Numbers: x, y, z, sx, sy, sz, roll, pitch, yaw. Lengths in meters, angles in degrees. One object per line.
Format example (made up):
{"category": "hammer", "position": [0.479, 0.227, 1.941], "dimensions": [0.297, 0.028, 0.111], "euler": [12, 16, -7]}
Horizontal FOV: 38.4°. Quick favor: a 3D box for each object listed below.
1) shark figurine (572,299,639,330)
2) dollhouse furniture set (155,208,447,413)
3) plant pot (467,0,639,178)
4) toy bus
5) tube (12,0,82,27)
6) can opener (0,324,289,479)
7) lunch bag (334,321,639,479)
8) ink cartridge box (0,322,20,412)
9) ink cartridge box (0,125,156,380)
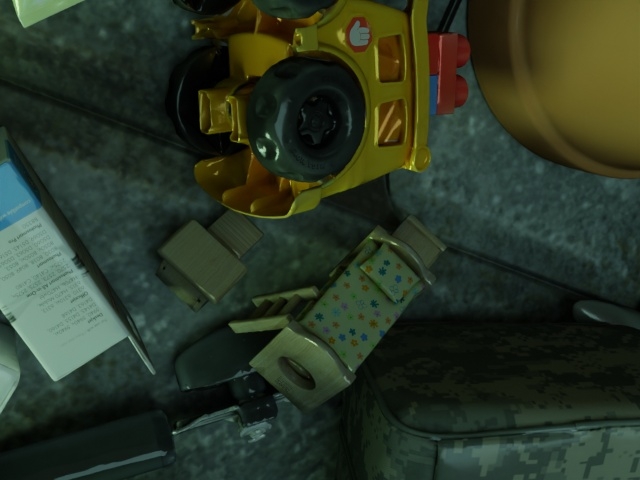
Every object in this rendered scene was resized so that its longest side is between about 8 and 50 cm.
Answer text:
{"category": "shark figurine", "position": [0.385, 0.082, 0.870], "dimensions": [0.278, 0.116, 0.166], "euler": [-24, 117, -10]}
{"category": "dollhouse furniture set", "position": [0.000, 0.000, 0.682], "dimensions": [0.161, 0.101, 0.182], "euler": [42, 59, 0]}
{"category": "plant pot", "position": [0.286, -0.173, 0.688], "dimensions": [0.291, 0.203, 0.290], "euler": [-7, 109, -19]}
{"category": "toy bus", "position": [0.012, -0.143, 0.635], "dimensions": [0.211, 0.149, 0.220], "euler": [-14, 111, -31]}
{"category": "tube", "position": [-0.192, -0.258, 0.554], "dimensions": [0.070, 0.062, 0.240], "euler": [-6, 123, 24]}
{"category": "can opener", "position": [-0.143, 0.142, 0.717], "dimensions": [0.280, 0.074, 0.093], "euler": [-18, 80, -16]}
{"category": "lunch bag", "position": [0.155, 0.213, 0.751], "dimensions": [0.305, 0.212, 0.256], "euler": [0, 106, -12]}
{"category": "ink cartridge box", "position": [-0.321, 0.092, 0.611], "dimensions": [0.191, 0.082, 0.139], "euler": [30, 96, -29]}
{"category": "ink cartridge box", "position": [-0.189, 0.021, 0.625], "dimensions": [0.060, 0.104, 0.180], "euler": [-32, 116, -9]}
